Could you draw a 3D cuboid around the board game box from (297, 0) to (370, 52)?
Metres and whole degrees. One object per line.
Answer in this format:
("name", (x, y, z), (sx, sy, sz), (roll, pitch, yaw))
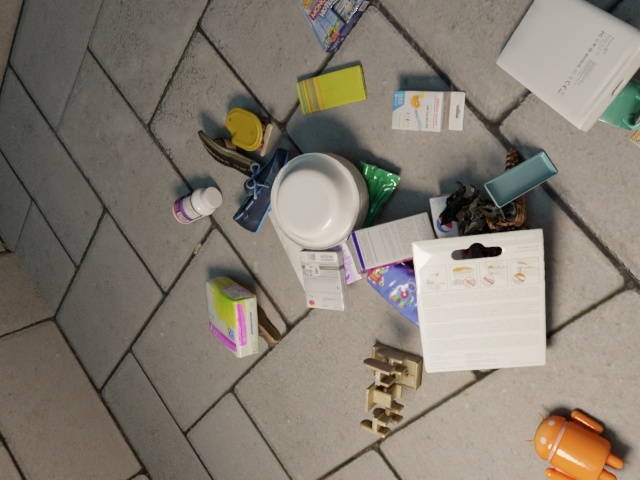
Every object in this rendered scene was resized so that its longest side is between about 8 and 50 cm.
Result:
("board game box", (0.022, -0.680, 1.528), (0.194, 0.060, 0.194), (51, 127, 13))

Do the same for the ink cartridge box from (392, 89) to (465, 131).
("ink cartridge box", (0.286, -0.347, 1.426), (0.181, 0.061, 0.104), (12, 110, 34))

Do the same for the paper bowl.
("paper bowl", (-0.014, -0.113, 1.553), (0.284, 0.148, 0.284), (4, 101, 23))

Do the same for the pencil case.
("pencil case", (0.273, 0.157, 1.549), (0.306, 0.119, 0.133), (42, 111, 20))

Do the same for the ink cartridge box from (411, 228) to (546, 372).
("ink cartridge box", (0.399, 0.149, 1.351), (0.308, 0.091, 0.385), (-6, 112, 11))

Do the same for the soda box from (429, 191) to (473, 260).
("soda box", (0.360, -0.020, 1.459), (0.069, 0.074, 0.216), (-5, 100, 38))

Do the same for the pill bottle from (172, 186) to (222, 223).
("pill bottle", (-0.463, -0.136, 2.018), (0.193, 0.108, 0.108), (-18, 92, 38))

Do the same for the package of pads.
("package of pads", (-0.334, 0.271, 1.989), (0.296, 0.101, 0.229), (19, 115, 55))

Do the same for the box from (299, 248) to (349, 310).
("box", (0.011, 0.121, 1.664), (0.145, 0.038, 0.186), (0, 103, 36))

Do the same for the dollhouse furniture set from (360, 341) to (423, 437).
("dollhouse furniture set", (0.183, 0.422, 1.613), (0.161, 0.242, 0.212), (13, 110, 34))

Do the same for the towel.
("towel", (0.032, -0.453, 1.615), (0.237, 0.021, 0.102), (-3, 107, 36))

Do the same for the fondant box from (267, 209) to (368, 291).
("fondant box", (0.000, 0.000, 1.721), (0.238, 0.096, 0.330), (-29, 87, 38))

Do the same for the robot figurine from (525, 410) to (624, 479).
("robot figurine", (0.649, 0.539, 1.371), (0.219, 0.128, 0.158), (25, 117, 29))

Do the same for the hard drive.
("hard drive", (0.531, -0.402, 1.150), (0.203, 0.040, 0.308), (-61, 37, 32))

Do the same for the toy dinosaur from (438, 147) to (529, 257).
("toy dinosaur", (0.436, -0.061, 1.352), (0.164, 0.218, 0.322), (143, 136, -72))

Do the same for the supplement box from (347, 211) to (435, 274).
("supplement box", (0.197, 0.009, 1.482), (0.220, 0.111, 0.114), (-16, 80, -5))

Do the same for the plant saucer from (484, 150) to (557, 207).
("plant saucer", (0.480, -0.146, 1.281), (0.067, 0.192, 0.018), (60, 165, 7))

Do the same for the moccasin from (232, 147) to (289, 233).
("moccasin", (-0.207, -0.163, 1.784), (0.116, 0.138, 0.342), (23, 121, -8))

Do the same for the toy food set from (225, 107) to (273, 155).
("toy food set", (-0.224, -0.370, 1.797), (0.217, 0.071, 0.128), (31, 120, 31))

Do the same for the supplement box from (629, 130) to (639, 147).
("supplement box", (0.712, -0.216, 1.123), (0.062, 0.098, 0.036), (-61, 30, 32))

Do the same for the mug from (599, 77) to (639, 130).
("mug", (0.635, -0.299, 1.135), (0.157, 0.129, 0.097), (33, 118, 27))

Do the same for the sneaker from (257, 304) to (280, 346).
("sneaker", (-0.229, 0.321, 2.004), (0.188, 0.066, 0.071), (52, 128, 14))

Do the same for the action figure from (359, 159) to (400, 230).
("action figure", (0.146, -0.111, 1.599), (0.137, 0.063, 0.232), (29, 115, 25))

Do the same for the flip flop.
("flip flop", (-0.311, -0.312, 1.870), (0.277, 0.080, 0.112), (28, 161, 16))
